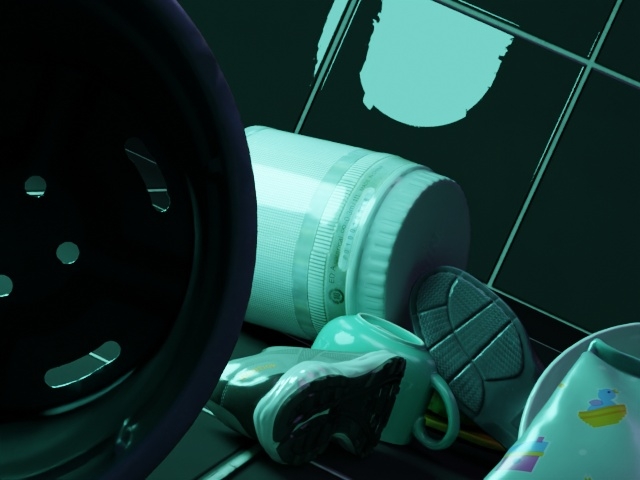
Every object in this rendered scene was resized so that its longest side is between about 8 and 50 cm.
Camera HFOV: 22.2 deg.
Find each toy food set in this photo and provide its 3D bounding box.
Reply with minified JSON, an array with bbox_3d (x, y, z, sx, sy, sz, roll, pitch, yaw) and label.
[{"bbox_3d":[0.162,0.173,1.802,0.217,0.071,0.128,22,7,-21],"label":"toy food set"}]

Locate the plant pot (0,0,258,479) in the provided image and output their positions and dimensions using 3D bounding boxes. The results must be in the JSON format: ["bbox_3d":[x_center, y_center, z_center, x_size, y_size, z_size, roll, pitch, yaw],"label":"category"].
[{"bbox_3d":[-0.204,-0.007,0.970,0.341,0.341,0.334,24,-1,-1],"label":"plant pot"}]

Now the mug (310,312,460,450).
[{"bbox_3d":[0.063,0.136,1.632,0.157,0.097,0.129,22,7,-13],"label":"mug"}]

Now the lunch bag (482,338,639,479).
[{"bbox_3d":[0.222,0.213,0.975,0.262,0.160,0.223,25,51,26],"label":"lunch bag"}]

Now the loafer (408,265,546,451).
[{"bbox_3d":[0.196,0.161,1.693,0.302,0.109,0.095,51,-4,12],"label":"loafer"}]

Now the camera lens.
[{"bbox_3d":[0.000,0.000,1.801,0.274,0.219,0.219,14,1,29],"label":"camera lens"}]

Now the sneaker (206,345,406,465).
[{"bbox_3d":[-0.006,0.132,1.443,0.108,0.100,0.271,21,5,26],"label":"sneaker"}]

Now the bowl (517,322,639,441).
[{"bbox_3d":[0.277,0.223,1.290,0.297,0.134,0.298,8,53,-10],"label":"bowl"}]
